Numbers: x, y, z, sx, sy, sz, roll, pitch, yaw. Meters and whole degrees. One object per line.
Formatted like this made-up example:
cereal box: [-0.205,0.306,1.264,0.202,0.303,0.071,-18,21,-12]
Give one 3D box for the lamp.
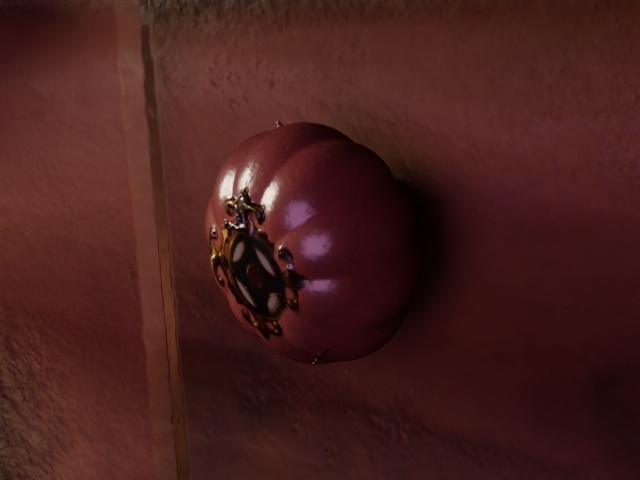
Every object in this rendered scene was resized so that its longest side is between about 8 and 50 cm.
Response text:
lamp: [0.000,0.000,1.288,0.182,0.140,0.182,26,126,42]
